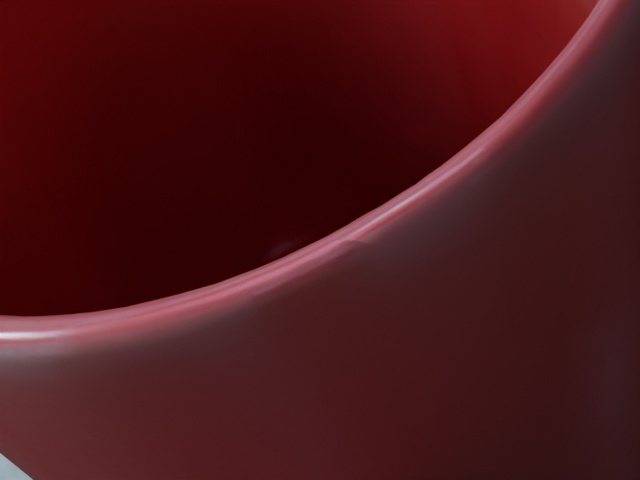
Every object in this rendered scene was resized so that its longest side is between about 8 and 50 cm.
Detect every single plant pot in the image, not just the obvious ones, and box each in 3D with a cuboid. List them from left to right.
[{"bbox_3d":[0.000,0.000,0.583,0.275,0.243,0.275,-13,45,13],"label":"plant pot"}]
